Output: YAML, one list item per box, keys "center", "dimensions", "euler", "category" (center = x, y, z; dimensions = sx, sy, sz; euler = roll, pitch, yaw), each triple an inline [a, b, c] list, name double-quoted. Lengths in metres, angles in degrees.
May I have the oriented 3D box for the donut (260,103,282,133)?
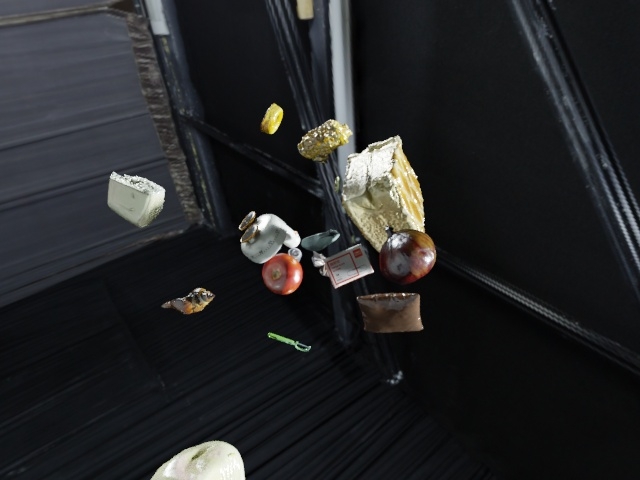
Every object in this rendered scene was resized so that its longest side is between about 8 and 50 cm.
- center: [-0.238, -0.597, 2.219]
  dimensions: [0.058, 0.152, 0.152]
  euler: [27, -36, 4]
  category: "donut"

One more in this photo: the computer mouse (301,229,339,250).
- center: [0.001, 0.006, 1.903]
  dimensions: [0.229, 0.113, 0.068]
  euler: [-18, -92, 56]
  category: "computer mouse"

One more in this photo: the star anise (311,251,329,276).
- center: [0.017, 0.160, 2.795]
  dimensions: [0.182, 0.065, 0.195]
  euler: [40, 23, -20]
  category: "star anise"

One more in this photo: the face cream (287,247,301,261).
- center: [-0.166, 0.144, 2.374]
  dimensions: [0.073, 0.073, 0.283]
  euler: [53, -34, 21]
  category: "face cream"

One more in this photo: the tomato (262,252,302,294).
- center: [-0.173, 0.154, 2.063]
  dimensions: [0.195, 0.136, 0.195]
  euler: [-3, -97, 25]
  category: "tomato"

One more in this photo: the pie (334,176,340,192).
- center: [0.084, -0.280, 2.235]
  dimensions: [0.084, 0.021, 0.084]
  euler: [-179, -90, -80]
  category: "pie"

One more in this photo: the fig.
- center: [0.322, 0.057, 1.707]
  dimensions: [0.214, 0.235, 0.235]
  euler: [40, -16, -29]
  category: "fig"

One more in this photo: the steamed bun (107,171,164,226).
- center: [-0.762, -0.184, 1.860]
  dimensions: [0.225, 0.170, 0.200]
  euler: [31, -66, 8]
  category: "steamed bun"

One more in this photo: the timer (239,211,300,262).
- center: [-0.238, 0.000, 2.036]
  dimensions: [0.240, 0.233, 0.233]
  euler: [39, -15, -30]
  category: "timer"

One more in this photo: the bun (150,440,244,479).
- center: [-0.360, 0.757, 1.281]
  dimensions: [0.213, 0.361, 0.361]
  euler: [-2, -64, 22]
  category: "bun"

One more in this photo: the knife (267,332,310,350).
- center: [-0.153, 0.479, 2.103]
  dimensions: [0.212, 0.015, 0.054]
  euler: [23, -48, -11]
  category: "knife"

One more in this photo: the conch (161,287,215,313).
- center: [-0.481, 0.231, 1.640]
  dimensions: [0.086, 0.232, 0.080]
  euler: [10, 57, -79]
  category: "conch"

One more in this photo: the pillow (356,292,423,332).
- center: [0.347, 0.360, 2.237]
  dimensions: [0.305, 0.307, 0.108]
  euler: [72, 19, -45]
  category: "pillow"

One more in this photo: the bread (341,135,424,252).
- center: [0.296, -0.206, 2.046]
  dimensions: [0.279, 0.371, 0.390]
  euler: [-15, -49, 27]
  category: "bread"

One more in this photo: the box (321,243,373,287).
- center: [0.110, 0.106, 1.853]
  dimensions: [0.099, 0.182, 0.133]
  euler: [93, -24, -85]
  category: "box"

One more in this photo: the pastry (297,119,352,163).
- center: [0.014, -0.435, 1.990]
  dimensions: [0.250, 0.154, 0.102]
  euler: [-26, -126, 36]
  category: "pastry"
